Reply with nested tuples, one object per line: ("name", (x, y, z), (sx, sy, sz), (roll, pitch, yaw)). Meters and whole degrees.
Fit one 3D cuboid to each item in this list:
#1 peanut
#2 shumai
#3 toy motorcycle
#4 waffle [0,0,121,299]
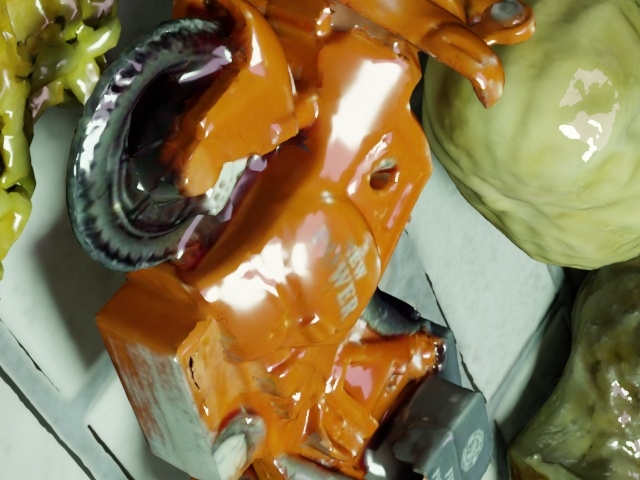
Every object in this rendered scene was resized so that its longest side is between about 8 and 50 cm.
("peanut", (0.151, -0.059, 0.930), (0.319, 0.147, 0.147), (-1, 107, -60))
("shumai", (0.185, 0.100, 1.064), (0.175, 0.166, 0.206), (-27, 131, -17))
("toy motorcycle", (0.000, 0.000, 0.734), (0.221, 0.148, 0.325), (-49, 146, -28))
("waffle", (-0.151, -0.092, 0.543), (0.245, 0.052, 0.254), (18, 90, -54))
